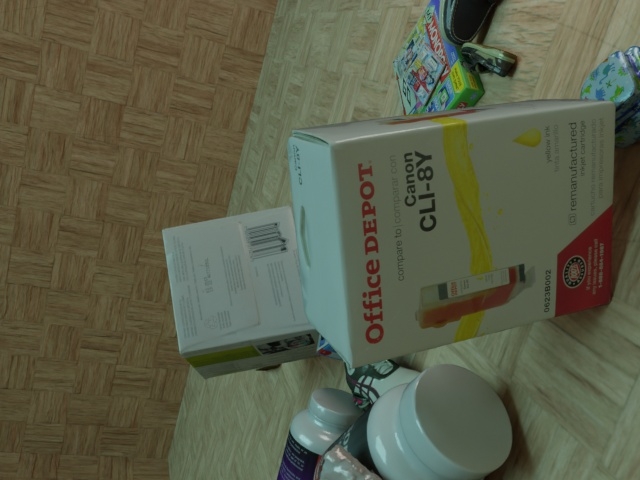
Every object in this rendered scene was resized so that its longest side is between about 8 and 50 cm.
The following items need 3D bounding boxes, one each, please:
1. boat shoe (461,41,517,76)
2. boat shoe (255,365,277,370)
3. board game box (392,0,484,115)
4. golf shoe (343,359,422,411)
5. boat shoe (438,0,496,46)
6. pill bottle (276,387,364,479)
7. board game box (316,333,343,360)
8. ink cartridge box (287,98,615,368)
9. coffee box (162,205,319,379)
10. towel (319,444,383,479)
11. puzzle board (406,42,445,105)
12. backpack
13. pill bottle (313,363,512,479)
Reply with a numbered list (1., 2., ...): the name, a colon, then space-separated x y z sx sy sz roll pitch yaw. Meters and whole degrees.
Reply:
1. boat shoe: 0.308 -0.341 1.146 0.049 0.056 0.152 -68 23 15
2. boat shoe: -0.189 0.412 2.074 0.170 0.063 0.059 146 125 -63
3. board game box: 0.247 -0.362 1.330 0.213 0.046 0.317 124 149 -48
4. golf shoe: 0.119 0.278 1.219 0.120 0.105 0.273 62 153 0
5. boat shoe: 0.313 -0.513 1.155 0.092 0.103 0.285 -122 52 -67
6. pill bottle: 0.002 0.507 1.363 0.181 0.182 0.322 -141 63 -67
7. board game box: 0.108 0.081 1.354 0.302 0.086 0.308 134 151 -56
8. ink cartridge box: 0.173 -0.024 0.792 0.160 0.385 0.278 -143 45 -67
9. coffee box: -0.198 0.149 1.622 0.334 0.339 0.337 89 169 -67
10. towel: 0.111 0.517 0.935 0.332 0.053 0.316 33 130 27
11. puzzle board: 0.224 -0.361 1.309 0.128 0.011 0.096 -108 34 -50
12. backpack: 0.397 -0.187 0.802 0.114 0.084 0.104 123 152 -51
13. pill bottle: 0.145 0.368 1.019 0.362 0.210 0.210 121 151 -43
